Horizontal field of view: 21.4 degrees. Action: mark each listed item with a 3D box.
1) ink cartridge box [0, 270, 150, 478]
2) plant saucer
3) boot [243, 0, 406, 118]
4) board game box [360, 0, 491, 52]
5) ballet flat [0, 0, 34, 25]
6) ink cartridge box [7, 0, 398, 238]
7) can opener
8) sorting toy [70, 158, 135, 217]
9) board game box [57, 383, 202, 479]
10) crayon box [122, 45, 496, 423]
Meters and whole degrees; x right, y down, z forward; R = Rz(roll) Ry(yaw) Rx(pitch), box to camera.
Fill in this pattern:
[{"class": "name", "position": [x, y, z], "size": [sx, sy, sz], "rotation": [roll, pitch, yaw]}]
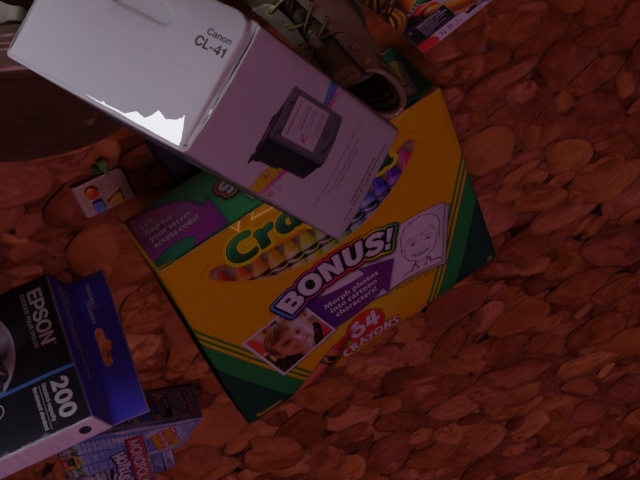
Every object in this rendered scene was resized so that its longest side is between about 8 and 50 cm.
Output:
[{"class": "ink cartridge box", "position": [-0.321, 0.145, 1.935], "size": [0.208, 0.206, 0.045], "rotation": [-24, 148, 0]}, {"class": "plant saucer", "position": [-0.299, -0.135, 1.647], "size": [0.277, 0.041, 0.278], "rotation": [-8, 164, -2]}, {"class": "boot", "position": [-0.009, -0.209, 1.683], "size": [0.077, 0.165, 0.213], "rotation": [-42, 141, 23]}, {"class": "board game box", "position": [0.163, -0.336, 1.711], "size": [0.305, 0.053, 0.193], "rotation": [-38, 141, 19]}, {"class": "ballet flat", "position": [-0.276, -0.205, 1.601], "size": [0.247, 0.087, 0.083], "rotation": [-2, 99, -24]}, {"class": "ink cartridge box", "position": [-0.098, -0.132, 1.528], "size": [0.131, 0.226, 0.306], "rotation": [-62, 151, 1]}, {"class": "can opener", "position": [-0.144, -0.072, 1.876], "size": [0.073, 0.059, 0.186], "rotation": [-27, 144, 7]}, {"class": "sorting toy", "position": [-0.244, -0.058, 1.879], "size": [0.062, 0.012, 0.083], "rotation": [-22, 144, -1]}, {"class": "board game box", "position": [-0.249, 0.267, 2.249], "size": [0.194, 0.060, 0.194], "rotation": [-16, 143, -8]}, {"class": "crayon box", "position": [0.000, 0.000, 1.928], "size": [0.363, 0.106, 0.313], "rotation": [-34, 141, -7]}]
